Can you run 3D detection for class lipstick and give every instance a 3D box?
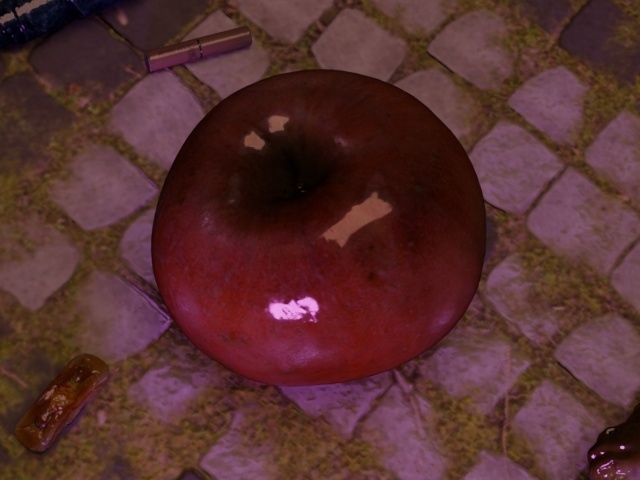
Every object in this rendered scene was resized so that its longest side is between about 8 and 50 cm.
[{"bbox_3d":[-0.105,-0.165,1.321,0.094,0.019,0.019,-18,70,-15],"label":"lipstick"},{"bbox_3d":[-0.262,-0.188,1.292,0.234,0.053,0.053,-28,73,-16],"label":"lipstick"}]

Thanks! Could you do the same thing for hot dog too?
[{"bbox_3d":[-0.198,0.121,1.176,0.030,0.034,0.090,36,68,9],"label":"hot dog"}]

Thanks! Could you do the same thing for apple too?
[{"bbox_3d":[0.000,0.000,1.166,0.253,0.253,0.254,3,66,-7],"label":"apple"}]

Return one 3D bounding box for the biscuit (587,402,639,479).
[{"bbox_3d":[0.365,0.163,1.128,0.335,0.078,0.329,-6,22,10],"label":"biscuit"}]
